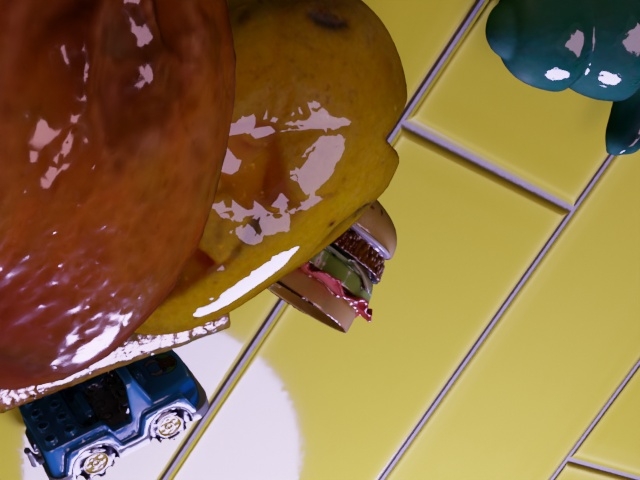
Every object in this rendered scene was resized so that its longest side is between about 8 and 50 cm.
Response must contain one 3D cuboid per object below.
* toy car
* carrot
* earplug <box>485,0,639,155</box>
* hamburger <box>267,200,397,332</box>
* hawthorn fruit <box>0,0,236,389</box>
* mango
[{"bbox_3d":[-0.217,0.163,1.340,0.191,0.097,0.100,-25,132,-18],"label":"toy car"},{"bbox_3d":[-0.235,0.083,1.259,0.302,0.114,0.114,-19,131,-26],"label":"carrot"},{"bbox_3d":[0.291,-0.211,1.412,0.280,0.164,0.257,-1,159,-21],"label":"earplug"},{"bbox_3d":[0.003,0.002,1.337,0.137,0.175,0.175,-55,136,-6],"label":"hamburger"},{"bbox_3d":[-0.257,-0.134,0.863,0.471,0.472,0.472,-19,131,-23],"label":"hawthorn fruit"},{"bbox_3d":[-0.079,-0.072,1.185,0.253,0.182,0.365,36,99,-16],"label":"mango"}]
